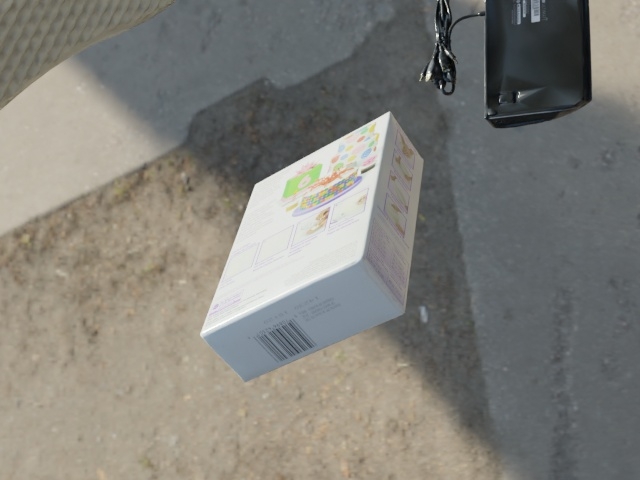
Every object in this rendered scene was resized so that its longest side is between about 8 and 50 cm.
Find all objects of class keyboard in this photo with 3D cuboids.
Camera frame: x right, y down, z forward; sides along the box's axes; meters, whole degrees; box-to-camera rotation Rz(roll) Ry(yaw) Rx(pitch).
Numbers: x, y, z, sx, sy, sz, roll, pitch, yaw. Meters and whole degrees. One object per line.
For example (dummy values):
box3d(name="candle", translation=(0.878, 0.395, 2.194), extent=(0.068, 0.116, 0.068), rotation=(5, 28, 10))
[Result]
box3d(name="keyboard", translation=(0.224, -0.276, 1.173), extent=(0.202, 0.033, 0.317), rotation=(-4, 63, 20))

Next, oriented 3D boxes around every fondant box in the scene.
box3d(name="fondant box", translation=(0.000, 0.000, 1.222), extent=(0.238, 0.096, 0.330), rotation=(-26, 29, 27))

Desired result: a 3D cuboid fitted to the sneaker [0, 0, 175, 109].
box3d(name="sneaker", translation=(-0.155, -0.156, 0.427), extent=(0.161, 0.282, 0.102), rotation=(39, 145, 11))
